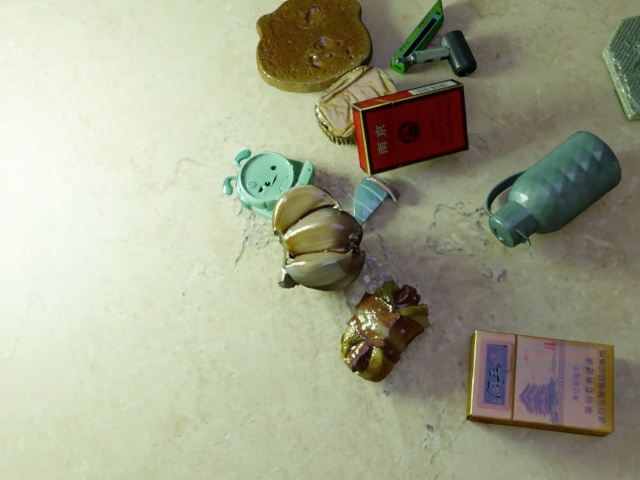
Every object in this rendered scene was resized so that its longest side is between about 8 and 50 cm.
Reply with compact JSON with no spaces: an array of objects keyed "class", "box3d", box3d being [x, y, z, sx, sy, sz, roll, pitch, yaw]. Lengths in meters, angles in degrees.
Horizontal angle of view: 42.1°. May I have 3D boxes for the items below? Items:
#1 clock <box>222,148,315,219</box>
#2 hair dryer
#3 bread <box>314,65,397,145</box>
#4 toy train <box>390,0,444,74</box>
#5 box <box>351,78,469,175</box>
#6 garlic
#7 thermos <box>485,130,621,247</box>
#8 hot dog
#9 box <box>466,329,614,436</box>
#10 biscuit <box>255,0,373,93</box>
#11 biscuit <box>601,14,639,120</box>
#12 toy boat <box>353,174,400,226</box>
[{"class":"clock","box3d":[-0.116,-0.127,1.817,0.188,0.060,0.148,18,71,9]},{"class":"hair dryer","box3d":[0.255,-0.416,1.898,0.197,0.057,0.100,-12,68,-17]},{"class":"bread","box3d":[0.079,-0.298,1.851,0.190,0.114,0.132,-35,82,-2]},{"class":"toy train","box3d":[0.241,-0.478,1.946,0.042,0.044,0.209,34,74,14]},{"class":"box","box3d":[0.195,-0.245,1.790,0.239,0.153,0.074,-15,30,-11]},{"class":"garlic","box3d":[0.000,0.000,1.716,0.191,0.160,0.214,-17,65,12]},{"class":"thermos","box3d":[0.473,-0.104,1.753,0.286,0.145,0.182,-35,40,-10]},{"class":"hot dog","box3d":[0.125,0.178,1.672,0.146,0.103,0.213,32,75,12]},{"class":"box","box3d":[0.431,0.282,1.638,0.274,0.076,0.174,6,68,4]},{"class":"biscuit","box3d":[-0.020,-0.460,1.946,0.272,0.049,0.257,-11,67,-4]},{"class":"biscuit","box3d":[0.736,-0.401,1.898,0.150,0.052,0.252,-11,68,-3]},{"class":"toy boat","box3d":[0.102,-0.083,1.808,0.096,0.034,0.122,39,77,21]}]
